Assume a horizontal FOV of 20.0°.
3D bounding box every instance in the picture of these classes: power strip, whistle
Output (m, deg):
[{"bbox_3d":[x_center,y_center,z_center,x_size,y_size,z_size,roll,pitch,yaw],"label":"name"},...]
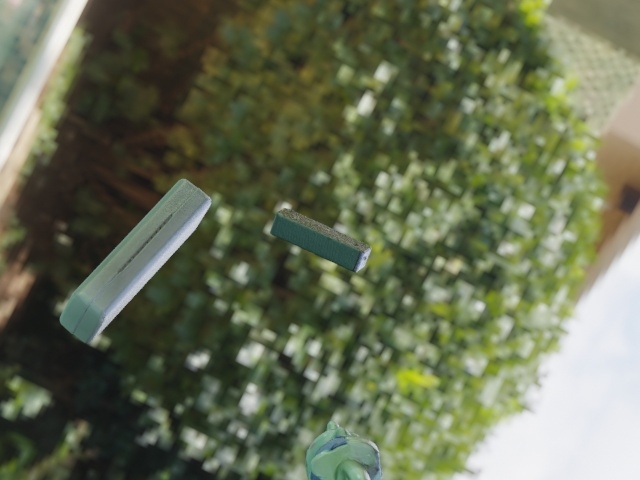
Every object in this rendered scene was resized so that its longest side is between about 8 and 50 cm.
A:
[{"bbox_3d":[0.000,0.000,1.986,0.029,0.111,0.038,-69,167,17],"label":"power strip"},{"bbox_3d":[0.029,0.289,2.257,0.244,0.092,0.110,-143,-131,-81],"label":"whistle"}]

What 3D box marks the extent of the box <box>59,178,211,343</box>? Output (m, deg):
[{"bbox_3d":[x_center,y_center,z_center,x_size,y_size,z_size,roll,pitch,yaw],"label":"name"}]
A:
[{"bbox_3d":[-0.240,0.026,2.360,0.244,0.055,0.103,-50,179,-33],"label":"box"}]
